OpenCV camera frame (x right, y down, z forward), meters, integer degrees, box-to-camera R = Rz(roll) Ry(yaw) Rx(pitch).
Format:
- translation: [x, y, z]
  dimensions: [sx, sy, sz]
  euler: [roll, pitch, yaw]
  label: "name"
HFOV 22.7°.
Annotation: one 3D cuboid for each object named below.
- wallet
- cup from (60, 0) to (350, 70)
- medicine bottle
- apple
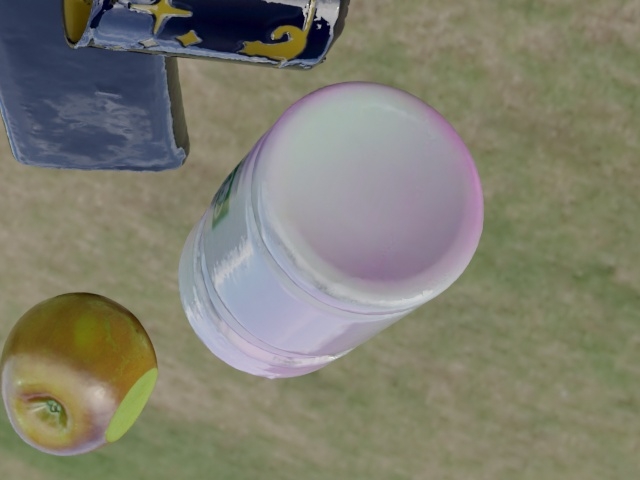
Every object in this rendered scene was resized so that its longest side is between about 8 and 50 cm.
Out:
- translation: [-0.275, -0.215, 1.835]
  dimensions: [0.228, 0.062, 0.406]
  euler: [2, 147, 1]
  label: "wallet"
- translation: [-0.096, -0.263, 1.522]
  dimensions: [0.256, 0.178, 0.255]
  euler: [5, 176, -20]
  label: "cup"
- translation: [0.000, 0.000, 1.498]
  dimensions: [0.212, 0.212, 0.325]
  euler: [26, 158, -8]
  label: "medicine bottle"
- translation: [-0.171, 0.092, 1.093]
  dimensions: [0.099, 0.102, 0.114]
  euler: [31, 119, 8]
  label: "apple"
